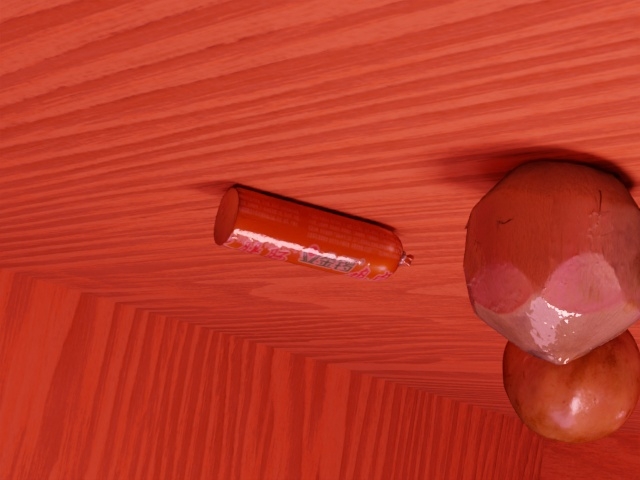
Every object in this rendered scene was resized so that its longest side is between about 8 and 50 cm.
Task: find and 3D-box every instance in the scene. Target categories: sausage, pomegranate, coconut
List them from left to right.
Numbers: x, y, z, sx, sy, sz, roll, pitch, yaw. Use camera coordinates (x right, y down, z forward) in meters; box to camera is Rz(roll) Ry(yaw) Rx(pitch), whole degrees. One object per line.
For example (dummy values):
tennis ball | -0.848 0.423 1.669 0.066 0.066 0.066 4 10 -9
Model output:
sausage | 0.000 0.000 1.746 0.312 0.093 0.093 15 166 -22
coconut | 0.279 0.034 1.392 0.227 0.231 0.227 9 168 2
pomegranate | 0.450 0.217 2.057 0.228 0.252 0.271 2 126 -14
